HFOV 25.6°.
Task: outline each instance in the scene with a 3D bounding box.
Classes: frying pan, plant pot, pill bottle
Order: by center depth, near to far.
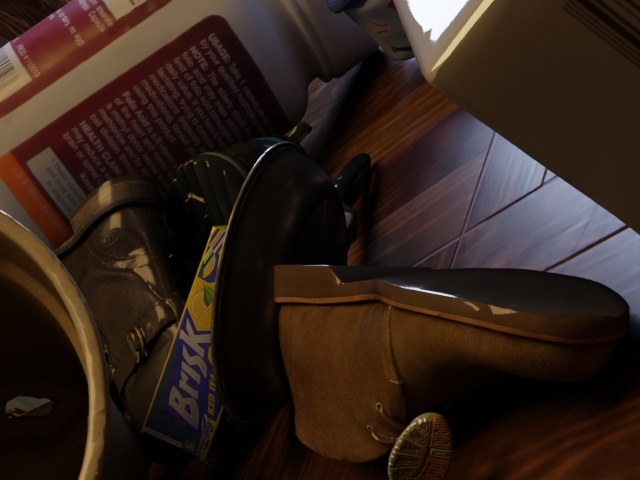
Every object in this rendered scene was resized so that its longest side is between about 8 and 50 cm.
[{"bbox_3d":[-0.268,0.168,1.025,0.334,0.334,0.305,-60,-19,-12],"label":"plant pot"},{"bbox_3d":[-0.005,0.029,1.039,0.326,0.053,0.197,-3,-78,-71],"label":"frying pan"},{"bbox_3d":[-0.154,-0.156,1.369,0.392,0.224,0.224,-34,17,-3],"label":"pill bottle"}]

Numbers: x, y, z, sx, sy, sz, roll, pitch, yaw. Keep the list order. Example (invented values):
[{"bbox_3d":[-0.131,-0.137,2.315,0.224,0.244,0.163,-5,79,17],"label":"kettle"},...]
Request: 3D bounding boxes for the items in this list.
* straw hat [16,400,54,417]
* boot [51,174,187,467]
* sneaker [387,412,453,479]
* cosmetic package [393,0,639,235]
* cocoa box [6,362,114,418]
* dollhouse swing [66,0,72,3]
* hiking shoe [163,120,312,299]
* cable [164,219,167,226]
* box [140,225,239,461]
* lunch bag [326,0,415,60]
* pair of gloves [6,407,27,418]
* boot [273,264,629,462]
[{"bbox_3d":[-0.264,0.225,1.387,0.061,0.144,0.144,44,103,32],"label":"straw hat"},{"bbox_3d":[-0.176,0.096,1.234,0.263,0.091,0.229,-54,49,44],"label":"boot"},{"bbox_3d":[0.050,0.120,0.733,0.037,0.032,0.083,-69,-10,-62],"label":"sneaker"},{"bbox_3d":[0.163,-0.204,0.846,0.230,0.161,0.453,-51,17,18],"label":"cosmetic package"},{"bbox_3d":[-0.367,0.126,1.541,0.347,0.231,0.228,-47,11,25],"label":"cocoa box"},{"bbox_3d":[-0.169,-0.392,1.829,0.305,0.347,0.315,-32,27,34],"label":"dollhouse swing"},{"bbox_3d":[-0.104,0.012,1.340,0.132,0.113,0.304,-30,-11,-41],"label":"hiking shoe"},{"bbox_3d":[-0.138,-0.024,1.492,0.150,0.047,0.184,-34,15,43],"label":"cable"},{"bbox_3d":[-0.075,0.077,1.063,0.169,0.059,0.054,-70,-16,7],"label":"box"},{"bbox_3d":[0.132,-0.316,1.237,0.243,0.115,0.303,-34,28,47],"label":"lunch bag"},{"bbox_3d":[-0.298,0.209,1.438,0.010,0.074,0.083,-83,15,-59],"label":"pair of gloves"},{"bbox_3d":[0.064,0.070,0.778,0.305,0.112,0.115,176,96,-65],"label":"boot"}]
